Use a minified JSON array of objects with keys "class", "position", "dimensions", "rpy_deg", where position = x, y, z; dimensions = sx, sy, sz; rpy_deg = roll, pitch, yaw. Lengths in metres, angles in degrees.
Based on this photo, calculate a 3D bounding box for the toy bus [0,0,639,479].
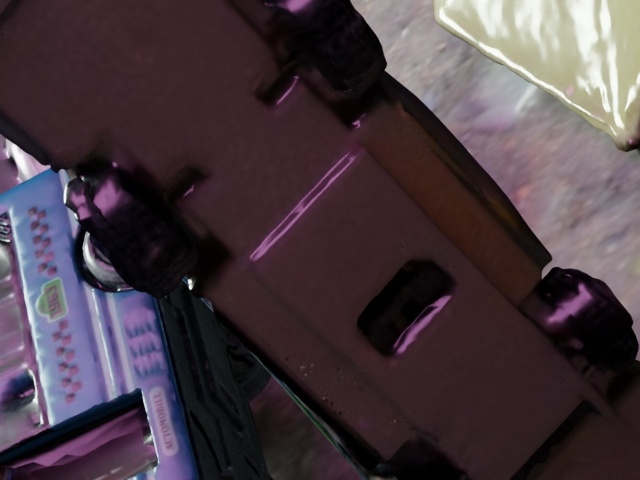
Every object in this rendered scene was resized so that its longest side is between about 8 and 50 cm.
[{"class":"toy bus","position":[0.000,0.000,0.642],"dimensions":[0.112,0.317,0.138],"rpy_deg":[-45,30,-5]}]

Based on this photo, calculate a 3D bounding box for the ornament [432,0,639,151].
[{"class":"ornament","position":[0.127,-0.121,0.856],"dimensions":[0.201,0.059,0.180],"rpy_deg":[-28,59,50]}]

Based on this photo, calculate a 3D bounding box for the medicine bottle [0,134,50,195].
[{"class":"medicine bottle","position":[-0.154,0.030,0.937],"dimensions":[0.254,0.152,0.152],"rpy_deg":[-38,33,8]}]

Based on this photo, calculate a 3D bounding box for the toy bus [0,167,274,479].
[{"class":"toy bus","position":[-0.080,0.093,0.754],"dimensions":[0.134,0.113,0.246],"rpy_deg":[-23,53,7]}]
